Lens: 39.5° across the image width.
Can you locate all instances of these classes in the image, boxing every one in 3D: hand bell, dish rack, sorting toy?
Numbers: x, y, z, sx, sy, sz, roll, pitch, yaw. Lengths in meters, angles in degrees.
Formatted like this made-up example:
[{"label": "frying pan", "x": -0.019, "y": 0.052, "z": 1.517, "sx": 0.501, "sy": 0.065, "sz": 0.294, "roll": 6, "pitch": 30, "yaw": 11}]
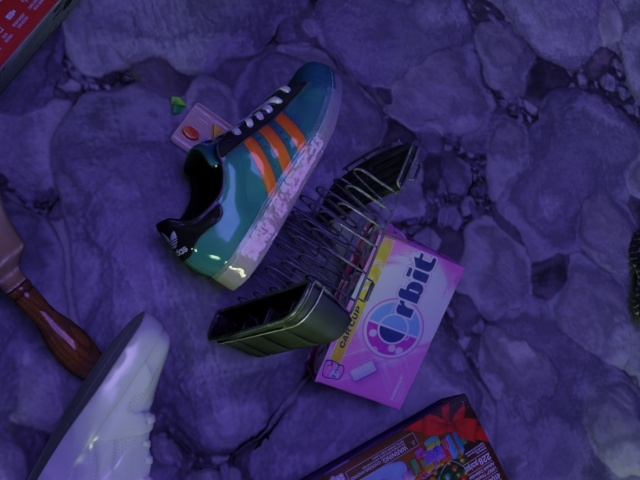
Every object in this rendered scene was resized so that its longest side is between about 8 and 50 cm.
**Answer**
[{"label": "hand bell", "x": -0.294, "y": 0.056, "z": 0.890, "sx": 0.126, "sy": 0.126, "sz": 0.242, "roll": -45, "pitch": 107, "yaw": -28}, {"label": "dish rack", "x": 0.000, "y": 0.000, "z": 0.964, "sx": 0.074, "sy": 0.208, "sz": 0.271, "roll": 36, "pitch": 62, "yaw": -21}, {"label": "sorting toy", "x": -0.148, "y": -0.133, "z": 1.046, "sx": 0.083, "sy": 0.012, "sz": 0.062, "roll": 35, "pitch": 64, "yaw": -10}]

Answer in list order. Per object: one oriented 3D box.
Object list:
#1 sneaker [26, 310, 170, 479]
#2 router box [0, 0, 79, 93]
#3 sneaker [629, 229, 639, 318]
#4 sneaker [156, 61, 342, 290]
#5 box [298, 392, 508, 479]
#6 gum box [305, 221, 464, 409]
[{"label": "sneaker", "x": -0.181, "y": 0.228, "z": 0.856, "sx": 0.169, "sy": 0.108, "sz": 0.292, "roll": 30, "pitch": 82, "yaw": -14}, {"label": "router box", "x": -0.411, "y": -0.331, "z": 0.959, "sx": 0.301, "sy": 0.082, "sz": 0.335, "roll": 34, "pitch": 64, "yaw": -10}, {"label": "sneaker", "x": 0.475, "y": 0.044, "z": 1.239, "sx": 0.073, "sy": 0.063, "sz": 0.162, "roll": 24, "pitch": 69, "yaw": -34}, {"label": "sneaker", "x": -0.076, "y": -0.100, "z": 1.008, "sx": 0.121, "sy": 0.108, "sz": 0.302, "roll": 34, "pitch": 64, "yaw": -19}, {"label": "box", "x": 0.083, "y": 0.320, "z": 0.971, "sx": 0.293, "sy": 0.057, "sz": 0.200, "roll": -24, "pitch": 84, "yaw": -28}, {"label": "gum box", "x": 0.072, "y": 0.080, "z": 0.994, "sx": 0.107, "sy": 0.062, "sz": 0.188, "roll": 22, "pitch": 97, "yaw": -15}]
